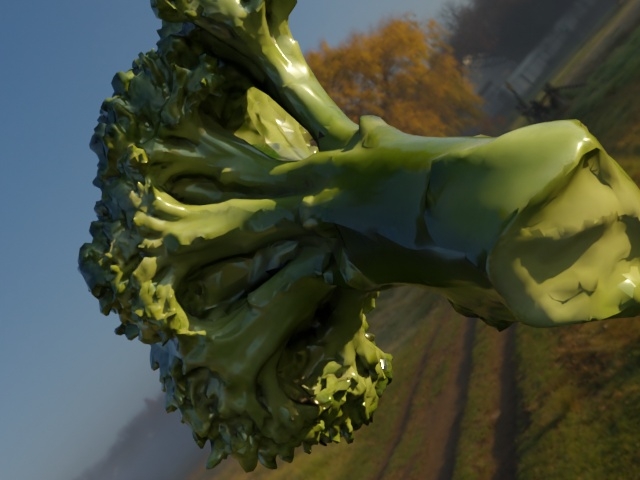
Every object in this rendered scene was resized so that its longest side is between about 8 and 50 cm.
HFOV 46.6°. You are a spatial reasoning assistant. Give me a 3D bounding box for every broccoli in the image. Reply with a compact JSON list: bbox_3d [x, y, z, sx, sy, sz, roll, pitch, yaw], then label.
[{"bbox_3d":[0.006,0.023,0.501,0.275,0.397,0.353,-43,-36,-23],"label":"broccoli"}]
